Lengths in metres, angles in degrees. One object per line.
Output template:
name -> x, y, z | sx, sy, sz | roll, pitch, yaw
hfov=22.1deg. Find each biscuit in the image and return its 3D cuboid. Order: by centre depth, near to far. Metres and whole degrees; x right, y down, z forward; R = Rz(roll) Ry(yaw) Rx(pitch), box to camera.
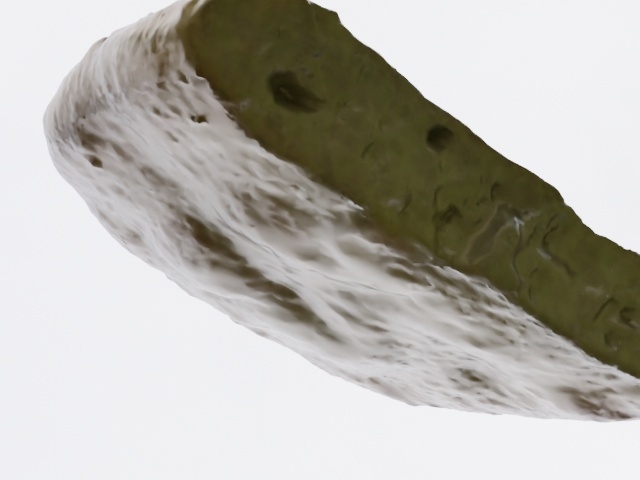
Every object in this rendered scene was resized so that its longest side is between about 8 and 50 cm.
biscuit -> 0.000, 0.001, 1.118 | 0.429, 0.446, 0.104 | 36, -112, -27
